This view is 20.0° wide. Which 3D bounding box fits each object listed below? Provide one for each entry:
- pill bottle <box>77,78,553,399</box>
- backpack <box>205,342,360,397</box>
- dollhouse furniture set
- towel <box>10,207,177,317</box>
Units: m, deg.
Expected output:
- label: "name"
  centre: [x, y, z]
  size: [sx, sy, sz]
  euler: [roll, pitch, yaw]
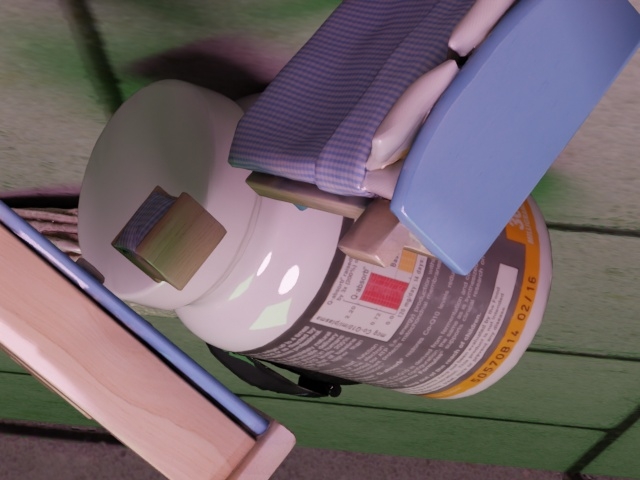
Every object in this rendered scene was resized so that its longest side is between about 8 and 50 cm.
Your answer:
- label: "pill bottle"
  centre: [0.000, 0.000, 1.126]
  size: [0.278, 0.162, 0.162]
  euler: [17, 162, -41]
- label: "backpack"
  centre: [-0.008, 0.056, 1.466]
  size: [0.182, 0.115, 0.152]
  euler: [18, 151, -37]
- label: "dollhouse furniture set"
  centre: [-0.057, -0.074, 0.833]
  size: [0.198, 0.303, 0.286]
  euler: [44, 169, -24]
- label: "towel"
  centre: [-0.167, 0.026, 1.511]
  size: [0.187, 0.049, 0.282]
  euler: [4, 168, 37]
